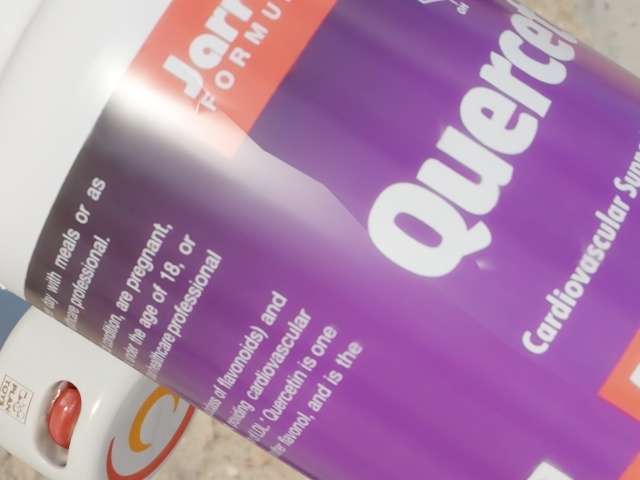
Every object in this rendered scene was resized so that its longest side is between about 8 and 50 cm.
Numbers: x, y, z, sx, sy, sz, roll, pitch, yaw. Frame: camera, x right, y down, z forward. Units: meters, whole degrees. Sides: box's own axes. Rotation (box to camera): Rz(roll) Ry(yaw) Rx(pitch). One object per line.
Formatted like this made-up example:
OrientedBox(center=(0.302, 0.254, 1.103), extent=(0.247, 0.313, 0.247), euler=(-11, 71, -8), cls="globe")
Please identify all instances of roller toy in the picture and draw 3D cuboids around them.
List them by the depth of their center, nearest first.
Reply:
OrientedBox(center=(-0.213, 0.134, 1.216), extent=(0.191, 0.146, 0.209), euler=(-54, 157, -23), cls="roller toy")

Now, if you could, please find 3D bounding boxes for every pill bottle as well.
OrientedBox(center=(0.009, -0.015, 0.457), extent=(0.323, 0.181, 0.181), euler=(32, 50, -1), cls="pill bottle")

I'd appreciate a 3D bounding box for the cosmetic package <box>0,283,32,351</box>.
OrientedBox(center=(-0.450, 0.095, 1.926), extent=(0.156, 0.217, 0.385), euler=(-4, 88, -70), cls="cosmetic package")
